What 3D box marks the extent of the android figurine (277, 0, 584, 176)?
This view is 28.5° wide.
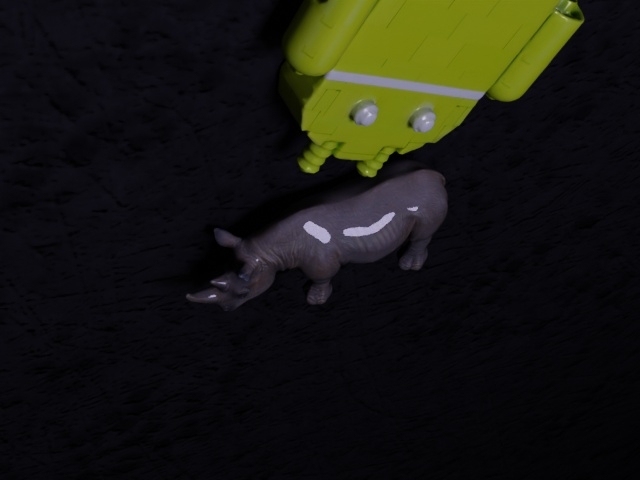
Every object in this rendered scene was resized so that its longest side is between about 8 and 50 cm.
[{"bbox_3d":[0.077,-0.148,0.902,0.248,0.056,0.273,3,135,-44],"label":"android figurine"}]

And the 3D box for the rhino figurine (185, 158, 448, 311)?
[{"bbox_3d":[0.000,0.000,1.040,0.243,0.073,0.106,-21,153,-14],"label":"rhino figurine"}]
